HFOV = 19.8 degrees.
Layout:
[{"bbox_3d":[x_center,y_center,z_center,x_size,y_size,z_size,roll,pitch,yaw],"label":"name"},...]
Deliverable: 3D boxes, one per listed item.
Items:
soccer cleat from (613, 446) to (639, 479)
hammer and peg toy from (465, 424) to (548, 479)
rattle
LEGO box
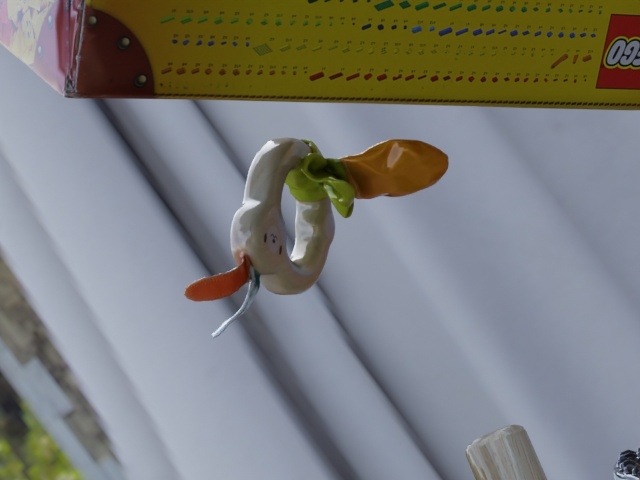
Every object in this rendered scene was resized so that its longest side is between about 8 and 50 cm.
[{"bbox_3d":[0.306,0.263,1.613,0.109,0.116,0.318,-18,3,14],"label":"soccer cleat"},{"bbox_3d":[-0.012,0.232,1.075,0.266,0.127,0.361,-14,-16,-30],"label":"hammer and peg toy"},{"bbox_3d":[0.000,0.000,1.406,0.199,0.143,0.130,-50,-30,-60],"label":"rattle"},{"bbox_3d":[0.000,-0.235,1.303,0.500,0.193,0.372,-1,21,-28],"label":"LEGO box"}]
